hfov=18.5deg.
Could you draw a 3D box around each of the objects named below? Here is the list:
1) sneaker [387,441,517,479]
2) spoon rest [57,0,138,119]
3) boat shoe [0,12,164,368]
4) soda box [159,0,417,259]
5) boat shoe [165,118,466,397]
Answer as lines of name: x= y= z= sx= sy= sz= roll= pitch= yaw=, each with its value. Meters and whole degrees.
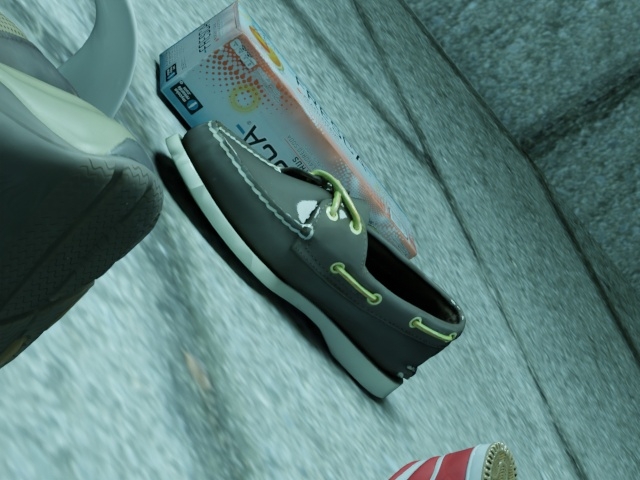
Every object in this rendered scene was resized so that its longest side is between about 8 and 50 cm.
sneaker: x=0.056 y=0.157 z=0.983 sx=0.042 sy=0.067 sz=0.118 roll=51 pitch=42 yaw=-35
spoon rest: x=-0.161 y=-0.140 z=0.791 sx=0.276 sy=0.084 sz=0.137 roll=45 pitch=15 yaw=-45
boat shoe: x=-0.159 y=-0.048 z=0.491 sx=0.130 sy=0.132 sz=0.355 roll=49 pitch=0 yaw=18
soda box: x=-0.019 y=-0.050 z=1.172 sx=0.183 sy=0.063 sz=0.058 roll=52 pitch=12 yaw=-23
boat shoe: x=0.000 y=0.000 z=1.092 sx=0.228 sy=0.069 sz=0.081 roll=46 pitch=15 yaw=-40
